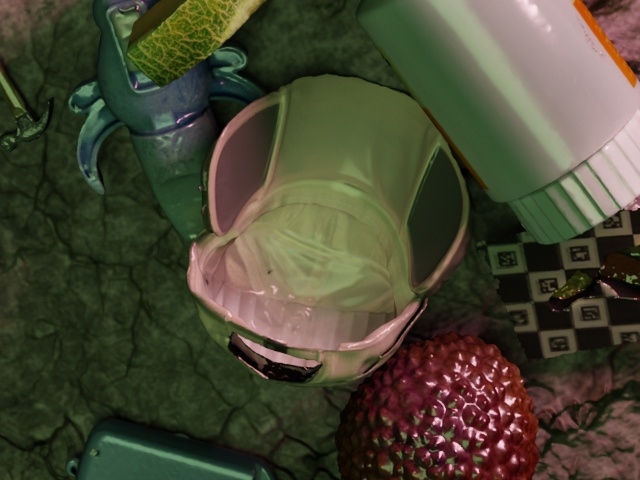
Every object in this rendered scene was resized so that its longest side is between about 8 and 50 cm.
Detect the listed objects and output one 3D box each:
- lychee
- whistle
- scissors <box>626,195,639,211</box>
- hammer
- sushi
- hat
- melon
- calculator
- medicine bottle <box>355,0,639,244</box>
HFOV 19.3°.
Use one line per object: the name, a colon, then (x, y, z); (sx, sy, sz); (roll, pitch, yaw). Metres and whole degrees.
lychee: (0.107, 0.187, 1.650); (0.188, 0.188, 0.188); (3, 111, 7)
whistle: (-0.135, -0.122, 1.632); (0.180, 0.093, 0.269); (-14, 114, 5)
scissors: (0.318, 0.006, 1.643); (0.176, 0.022, 0.085); (41, 117, -11)
hammer: (-0.295, -0.169, 1.670); (0.062, 0.017, 0.182); (-23, 105, 15)
sushi: (0.250, 0.029, 1.648); (0.201, 0.031, 0.139); (-12, 120, 21)
hat: (0.003, -0.008, 1.624); (0.232, 0.161, 0.275); (16, 88, -4)
melon: (-0.079, -0.211, 1.530); (0.209, 0.118, 0.064); (-48, 115, -9)
calculator: (-0.142, 0.241, 1.791); (0.210, 0.039, 0.121); (15, 110, 3)
medicine bottle: (0.143, -0.157, 1.534); (0.158, 0.158, 0.318); (-34, 102, 18)
